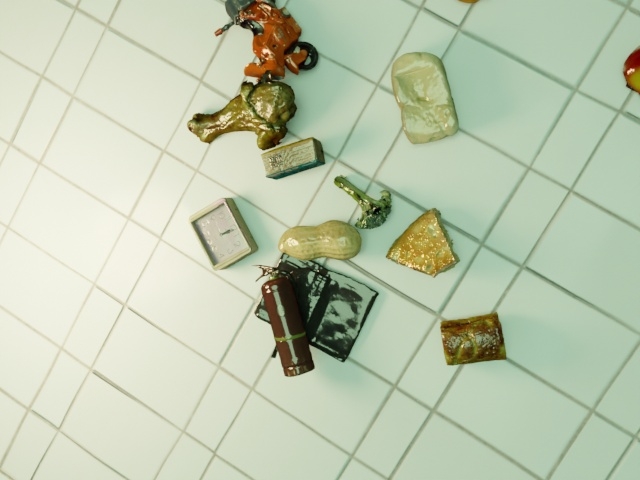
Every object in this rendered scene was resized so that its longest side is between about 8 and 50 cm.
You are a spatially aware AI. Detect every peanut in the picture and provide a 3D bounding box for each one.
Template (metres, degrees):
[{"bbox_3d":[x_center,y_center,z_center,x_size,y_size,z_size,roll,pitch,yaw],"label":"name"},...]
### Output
[{"bbox_3d":[0.000,0.000,1.925,0.256,0.123,0.124,-1,92,20],"label":"peanut"}]

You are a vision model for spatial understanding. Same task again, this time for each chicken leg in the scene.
[{"bbox_3d":[-0.214,-0.359,1.957,0.361,0.140,0.212,-24,101,34],"label":"chicken leg"}]

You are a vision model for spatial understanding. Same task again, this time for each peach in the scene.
[{"bbox_3d":[0.957,-0.468,1.725,0.279,0.068,0.189,-18,90,12],"label":"peach"}]

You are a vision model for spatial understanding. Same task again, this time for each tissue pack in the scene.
[{"bbox_3d":[-0.080,-0.242,1.927,0.169,0.120,0.082,-16,88,14],"label":"tissue pack"}]

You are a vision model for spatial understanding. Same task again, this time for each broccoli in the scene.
[{"bbox_3d":[0.118,-0.119,1.909,0.204,0.118,0.122,48,125,23],"label":"broccoli"}]

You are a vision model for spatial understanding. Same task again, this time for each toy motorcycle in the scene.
[{"bbox_3d":[-0.172,-0.604,1.931,0.221,0.148,0.326,-36,86,-11],"label":"toy motorcycle"}]

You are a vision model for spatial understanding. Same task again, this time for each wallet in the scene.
[{"bbox_3d":[-0.018,0.192,1.972,0.323,0.041,0.247,26,99,8],"label":"wallet"}]

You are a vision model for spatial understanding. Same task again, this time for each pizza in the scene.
[{"bbox_3d":[0.299,0.035,1.885,0.204,0.080,0.188,-36,61,21],"label":"pizza"}]

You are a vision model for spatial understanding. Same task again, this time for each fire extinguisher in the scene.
[{"bbox_3d":[-0.116,0.227,1.924,0.141,0.105,0.341,-16,90,20],"label":"fire extinguisher"}]

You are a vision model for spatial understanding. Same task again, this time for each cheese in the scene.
[{"bbox_3d":[0.293,-0.410,1.856,0.159,0.093,0.263,-13,88,9],"label":"cheese"}]

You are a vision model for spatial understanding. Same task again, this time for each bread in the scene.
[{"bbox_3d":[0.432,0.284,1.845,0.172,0.103,0.132,-10,93,10],"label":"bread"}]

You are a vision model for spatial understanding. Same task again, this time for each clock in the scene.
[{"bbox_3d":[-0.299,-0.021,2.006,0.147,0.071,0.192,-29,86,12],"label":"clock"}]

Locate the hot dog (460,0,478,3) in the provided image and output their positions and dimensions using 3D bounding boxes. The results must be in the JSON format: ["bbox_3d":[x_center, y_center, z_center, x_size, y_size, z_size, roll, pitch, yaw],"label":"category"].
[{"bbox_3d":[0.417,-0.717,1.834,0.140,0.060,0.090,35,103,5],"label":"hot dog"}]
